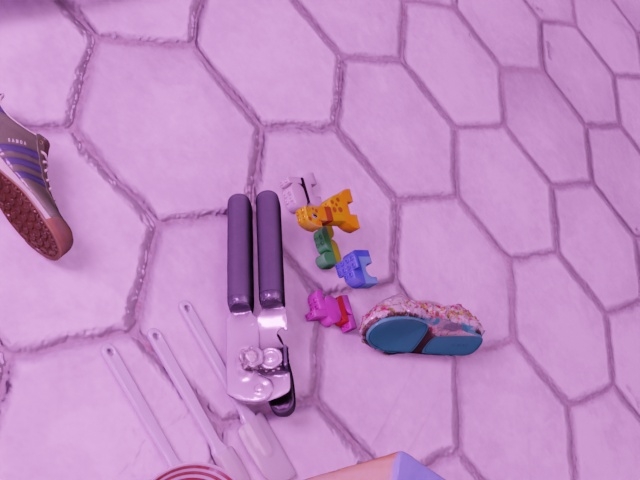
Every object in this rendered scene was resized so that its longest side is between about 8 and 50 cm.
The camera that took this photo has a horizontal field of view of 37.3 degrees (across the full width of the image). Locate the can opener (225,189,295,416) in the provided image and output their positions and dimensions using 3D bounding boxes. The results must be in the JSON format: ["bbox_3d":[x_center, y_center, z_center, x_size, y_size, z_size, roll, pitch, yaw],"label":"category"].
[{"bbox_3d":[-0.076,0.072,1.138,0.074,0.093,0.280,-6,63,3],"label":"can opener"}]

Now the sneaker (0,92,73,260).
[{"bbox_3d":[-0.309,-0.076,0.997,0.192,0.064,0.086,50,48,-5],"label":"sneaker"}]

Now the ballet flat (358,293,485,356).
[{"bbox_3d":[0.128,0.113,1.300,0.241,0.091,0.077,16,35,-43],"label":"ballet flat"}]

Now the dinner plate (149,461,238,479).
[{"bbox_3d":[-0.133,0.297,0.963,0.141,0.017,0.141,5,78,-26],"label":"dinner plate"}]

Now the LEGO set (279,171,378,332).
[{"bbox_3d":[0.000,0.000,1.229,0.093,0.087,0.227,2,65,-43],"label":"LEGO set"}]

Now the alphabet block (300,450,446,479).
[{"bbox_3d":[0.062,0.362,0.993,0.192,0.197,0.193,39,46,-25],"label":"alphabet block"}]

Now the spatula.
[{"bbox_3d":[-0.134,0.193,1.042,0.168,0.019,0.242,-29,88,-47],"label":"spatula"}]
